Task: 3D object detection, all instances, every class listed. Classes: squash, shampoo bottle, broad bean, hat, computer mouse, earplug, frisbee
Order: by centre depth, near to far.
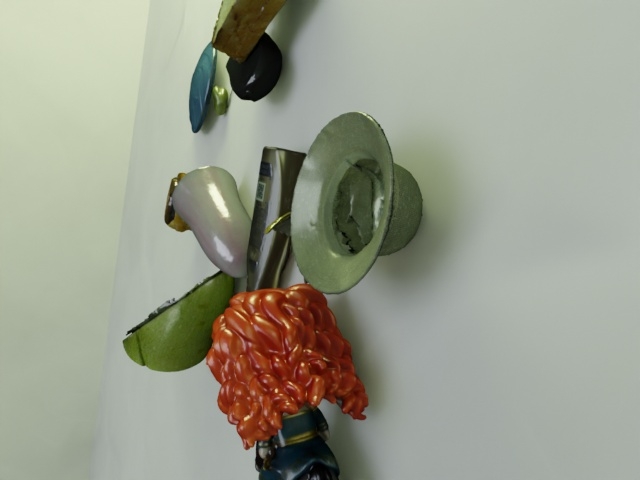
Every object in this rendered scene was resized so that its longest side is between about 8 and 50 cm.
[{"bbox_3d":[0.070,-0.045,0.742,0.257,0.130,0.258,-17,70,56],"label":"hat"},{"bbox_3d":[-0.104,-0.016,1.066,0.125,0.084,0.351,21,103,60],"label":"shampoo bottle"},{"bbox_3d":[-0.149,-0.404,1.203,0.138,0.086,0.270,-48,36,21],"label":"computer mouse"},{"bbox_3d":[-0.227,-0.026,1.218,0.301,0.172,0.173,52,128,40],"label":"earplug"},{"bbox_3d":[-0.342,0.160,1.287,0.210,0.233,0.309,32,123,15],"label":"squash"},{"bbox_3d":[-0.291,-0.406,1.481,0.063,0.045,0.084,174,95,-69],"label":"broad bean"},{"bbox_3d":[-0.382,-0.481,1.598,0.289,0.049,0.290,-170,90,-67],"label":"frisbee"}]

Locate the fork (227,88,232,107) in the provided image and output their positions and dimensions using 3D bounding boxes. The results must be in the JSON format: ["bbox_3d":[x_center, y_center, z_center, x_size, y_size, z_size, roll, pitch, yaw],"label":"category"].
[{"bbox_3d":[-0.250,-0.433,1.452,0.016,0.012,0.115,55,135,53],"label":"fork"}]

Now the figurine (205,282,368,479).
[{"bbox_3d":[-0.051,0.285,0.831,0.306,0.240,0.413,-121,24,-76],"label":"figurine"}]

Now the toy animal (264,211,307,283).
[{"bbox_3d":[0.000,0.000,0.906,0.095,0.155,0.219,42,167,26],"label":"toy animal"}]

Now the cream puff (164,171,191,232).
[{"bbox_3d":[-0.386,-0.111,1.502,0.189,0.129,0.189,-172,90,-68],"label":"cream puff"}]

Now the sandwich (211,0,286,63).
[{"bbox_3d":[-0.127,-0.590,1.134,0.271,0.099,0.301,-32,42,40],"label":"sandwich"}]
